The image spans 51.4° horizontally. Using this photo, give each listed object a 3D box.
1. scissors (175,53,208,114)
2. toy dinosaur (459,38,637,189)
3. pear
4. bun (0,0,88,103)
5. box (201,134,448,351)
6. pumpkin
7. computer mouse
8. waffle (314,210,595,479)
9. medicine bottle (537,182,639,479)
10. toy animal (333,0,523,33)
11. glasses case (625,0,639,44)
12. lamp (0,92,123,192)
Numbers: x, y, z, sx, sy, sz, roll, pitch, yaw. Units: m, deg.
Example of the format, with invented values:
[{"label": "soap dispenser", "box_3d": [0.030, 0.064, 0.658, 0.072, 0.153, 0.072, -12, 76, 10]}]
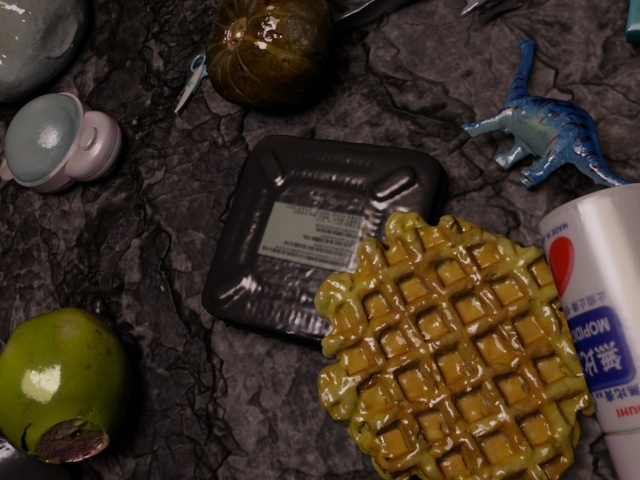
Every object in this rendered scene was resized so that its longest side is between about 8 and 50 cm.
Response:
[{"label": "scissors", "box_3d": [-0.213, -0.263, 1.116, 0.058, 0.014, 0.119, 19, 76, 30]}, {"label": "toy dinosaur", "box_3d": [0.267, -0.124, 0.807, 0.144, 0.076, 0.329, -34, 44, 14]}, {"label": "pear", "box_3d": [-0.357, 0.185, 0.922, 0.187, 0.187, 0.220, -29, 50, 12]}, {"label": "bun", "box_3d": [-0.605, -0.433, 1.257, 0.354, 0.194, 0.355, -9, 68, 23]}, {"label": "box", "box_3d": [0.000, 0.000, 0.883, 0.289, 0.073, 0.289, 12, 76, 27]}, {"label": "pumpkin", "box_3d": [-0.065, -0.294, 0.983, 0.218, 0.162, 0.219, -19, 65, 46]}, {"label": "computer mouse", "box_3d": [-0.464, 0.327, 0.923, 0.269, 0.086, 0.138, 30, 85, 11]}, {"label": "waffle", "box_3d": [0.144, 0.124, 0.734, 0.324, 0.068, 0.302, 18, 75, 10]}, {"label": "medicine bottle", "box_3d": [0.323, 0.123, 0.644, 0.130, 0.130, 0.341, -18, 72, 18]}, {"label": "toy animal", "box_3d": [0.190, -0.384, 0.944, 0.367, 0.081, 0.206, -45, 63, 12]}, {"label": "glasses case", "box_3d": [0.519, -0.278, 0.761, 0.300, 0.070, 0.117, 9, 81, 25]}, {"label": "lamp", "box_3d": [-0.451, -0.171, 1.137, 0.245, 0.108, 0.180, 8, 79, 27]}]
